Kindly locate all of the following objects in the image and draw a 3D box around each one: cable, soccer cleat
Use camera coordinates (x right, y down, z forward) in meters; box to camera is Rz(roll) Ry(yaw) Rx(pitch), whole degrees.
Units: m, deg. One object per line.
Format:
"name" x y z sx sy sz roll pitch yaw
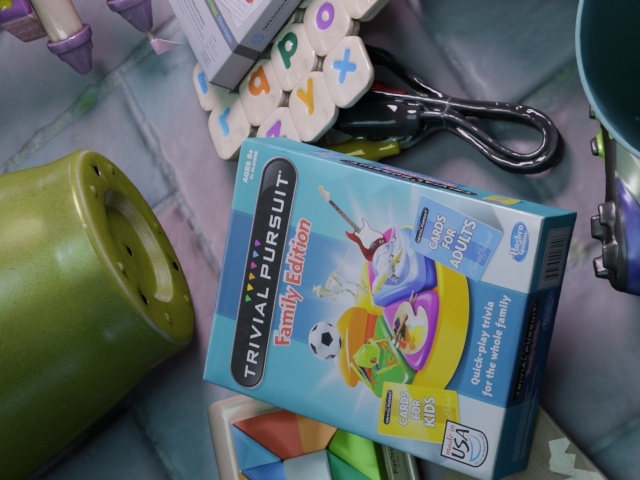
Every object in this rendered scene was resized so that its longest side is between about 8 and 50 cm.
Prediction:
"cable" 0.113 -0.126 1.782 0.287 0.072 0.139 5 69 18
"soccer cleat" 0.319 -0.088 1.639 0.121 0.093 0.289 3 79 -1

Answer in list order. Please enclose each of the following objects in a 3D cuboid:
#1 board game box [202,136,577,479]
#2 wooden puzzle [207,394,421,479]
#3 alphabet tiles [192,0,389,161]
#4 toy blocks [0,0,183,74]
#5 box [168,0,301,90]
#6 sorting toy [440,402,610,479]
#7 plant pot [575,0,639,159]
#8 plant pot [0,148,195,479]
"board game box" 0.058 0.059 1.679 0.336 0.079 0.254 16 102 30
"wooden puzzle" -0.007 0.249 1.790 0.238 0.044 0.221 -19 75 27
"alphabet tiles" -0.033 -0.216 1.830 0.284 0.021 0.278 -45 50 31
"toy blocks" -0.334 -0.284 1.926 0.288 0.309 0.260 -14 114 21
"box" -0.078 -0.276 1.854 0.186 0.038 0.145 -49 47 26
"sorting toy" 0.197 0.232 1.673 0.132 0.046 0.274 -50 64 15
"plant pot" 0.397 -0.156 1.492 0.293 0.235 0.293 -10 70 28
"plant pot" -0.338 0.082 1.854 0.353 0.366 0.366 -28 70 11
